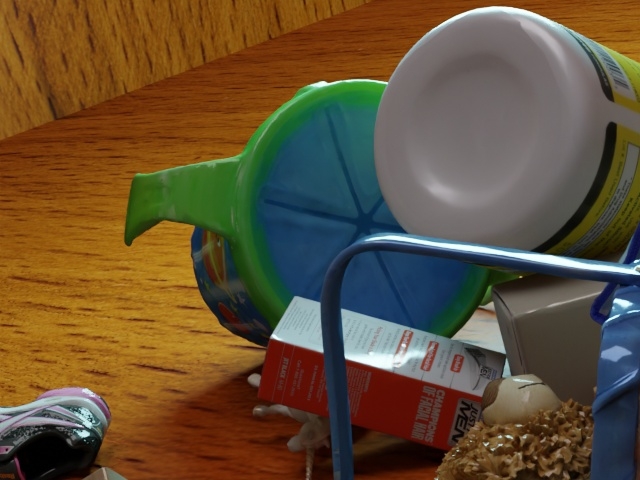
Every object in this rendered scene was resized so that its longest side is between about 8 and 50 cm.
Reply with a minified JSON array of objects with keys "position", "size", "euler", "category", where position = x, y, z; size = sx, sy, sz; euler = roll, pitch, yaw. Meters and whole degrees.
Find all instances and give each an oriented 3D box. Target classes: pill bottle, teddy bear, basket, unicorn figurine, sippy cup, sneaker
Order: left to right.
[{"position":[-0.258,0.170,1.471],"size":[0.178,0.072,0.077],"euler":[-19,25,4],"category":"sneaker"},{"position":[-0.001,0.125,1.400],"size":[0.111,0.060,0.162],"euler":[1,21,46],"category":"unicorn figurine"},{"position":[0.000,0.000,1.554],"size":[0.240,0.305,0.224],"euler":[-49,11,-22],"category":"sippy cup"},{"position":[0.206,-0.055,1.429],"size":[0.188,0.188,0.334],"euler":[-3,-11,37],"category":"pill bottle"},{"position":[0.141,0.125,0.897],"size":[0.289,0.254,0.201],"euler":[2,13,20],"category":"basket"},{"position":[0.230,0.115,1.123],"size":[0.338,0.113,0.245],"euler":[-9,14,20],"category":"teddy bear"}]

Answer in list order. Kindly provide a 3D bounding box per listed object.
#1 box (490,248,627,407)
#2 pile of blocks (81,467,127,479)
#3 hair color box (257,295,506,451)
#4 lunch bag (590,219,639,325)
[{"position":[0.269,0.056,1.302],"size":[0.275,0.113,0.094],"euler":[-14,14,-1],"category":"box"},{"position":[-0.044,0.256,0.865],"size":[0.149,0.112,0.362],"euler":[-51,46,-4],"category":"pile of blocks"},{"position":[0.047,0.099,1.336],"size":[0.167,0.053,0.093],"euler":[14,20,7],"category":"hair color box"},{"position":[0.246,0.040,1.046],"size":[0.151,0.096,0.129],"euler":[29,20,13],"category":"lunch bag"}]
